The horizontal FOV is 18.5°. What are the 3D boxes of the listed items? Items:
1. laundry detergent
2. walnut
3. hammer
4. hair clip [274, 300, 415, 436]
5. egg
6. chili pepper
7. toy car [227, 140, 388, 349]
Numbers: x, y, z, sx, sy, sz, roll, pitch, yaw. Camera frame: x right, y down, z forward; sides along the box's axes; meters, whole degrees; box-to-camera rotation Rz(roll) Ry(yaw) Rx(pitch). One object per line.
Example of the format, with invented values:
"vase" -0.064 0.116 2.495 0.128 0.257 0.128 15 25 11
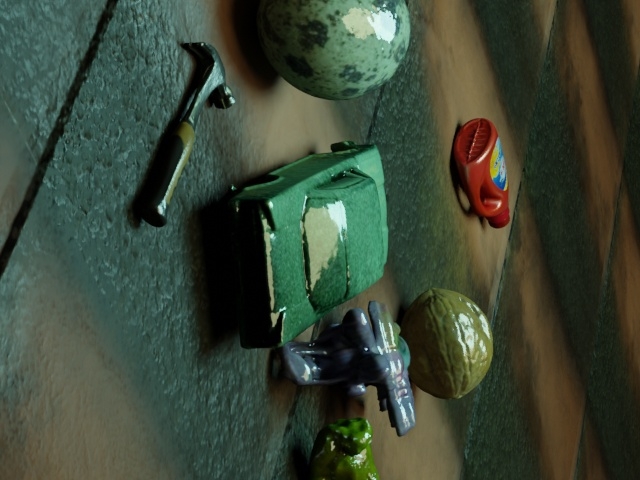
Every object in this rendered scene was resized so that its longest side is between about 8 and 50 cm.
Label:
"laundry detergent" 0.206 -0.069 2.438 0.165 0.049 0.097 67 36 -47
"walnut" 0.136 0.113 2.164 0.105 0.105 0.124 -3 76 -70
"hammer" -0.112 -0.088 1.603 0.201 0.021 0.078 -72 152 -46
"hair clip" 0.049 0.126 1.910 0.278 0.090 0.137 19 50 -70
"egg" 0.008 -0.195 1.787 0.172 0.132 0.132 5 83 -59
"chili pepper" 0.025 0.264 1.886 0.073 0.072 0.204 -141 -140 -59
"toy car" 0.000 0.000 1.792 0.320 0.097 0.141 -32 119 -67
